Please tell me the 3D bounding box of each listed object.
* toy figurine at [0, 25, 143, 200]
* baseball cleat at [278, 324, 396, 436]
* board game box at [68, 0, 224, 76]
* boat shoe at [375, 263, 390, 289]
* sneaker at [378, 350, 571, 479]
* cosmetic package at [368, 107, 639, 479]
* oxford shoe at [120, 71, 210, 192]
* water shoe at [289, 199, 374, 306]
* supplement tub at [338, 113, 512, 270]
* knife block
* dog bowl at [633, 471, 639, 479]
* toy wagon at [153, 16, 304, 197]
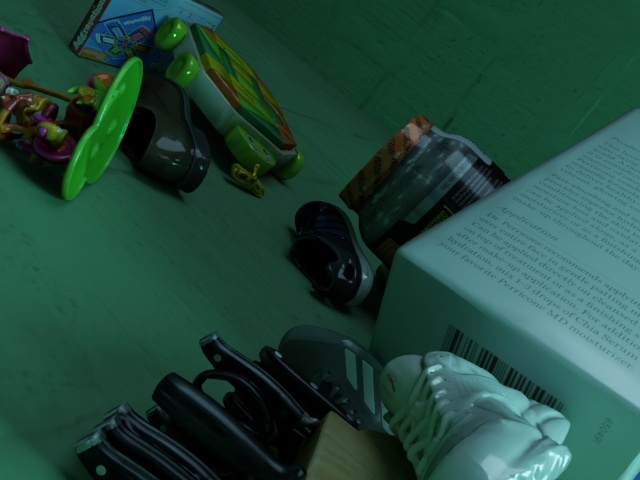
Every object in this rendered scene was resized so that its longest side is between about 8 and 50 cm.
[{"bbox_3d":[-0.271,-0.128,0.687,0.159,0.130,0.173,22,42,-7],"label":"toy figurine"},{"bbox_3d":[0.031,0.144,0.591,0.206,0.072,0.109,35,27,21],"label":"baseball cleat"},{"bbox_3d":[-0.262,-0.330,1.172,0.027,0.145,0.281,39,14,14],"label":"board game box"},{"bbox_3d":[0.214,0.105,1.085,0.285,0.089,0.104,36,14,-8],"label":"boat shoe"},{"bbox_3d":[0.074,0.116,0.431,0.115,0.090,0.232,36,4,18],"label":"sneaker"},{"bbox_3d":[0.277,0.041,0.710,0.230,0.161,0.453,36,44,29],"label":"cosmetic package"},{"bbox_3d":[-0.208,-0.150,0.890,0.096,0.083,0.227,19,22,-39],"label":"oxford shoe"},{"bbox_3d":[0.000,0.000,0.939,0.080,0.073,0.203,22,20,-35],"label":"water shoe"},{"bbox_3d":[0.186,0.000,0.962,0.316,0.193,0.193,45,15,0],"label":"supplement tub"},{"bbox_3d":[0.004,0.174,0.405,0.242,0.088,0.275,23,21,-42],"label":"knife block"},{"bbox_3d":[0.328,0.234,0.820,0.265,0.104,0.265,49,14,-17],"label":"dog bowl"},{"bbox_3d":[-0.125,-0.198,1.149,0.267,0.068,0.344,38,19,-41],"label":"toy wagon"}]
